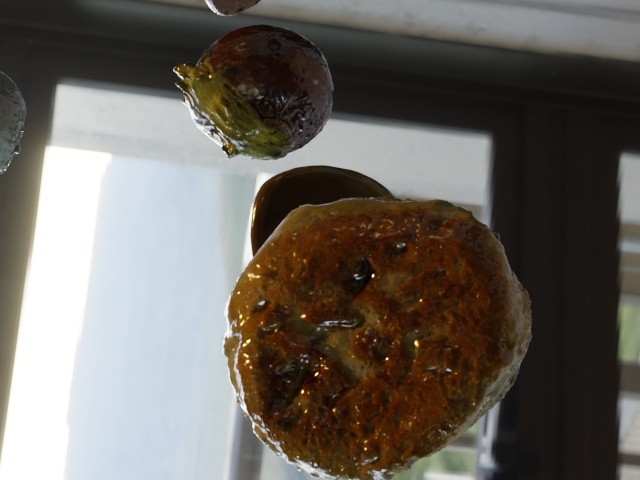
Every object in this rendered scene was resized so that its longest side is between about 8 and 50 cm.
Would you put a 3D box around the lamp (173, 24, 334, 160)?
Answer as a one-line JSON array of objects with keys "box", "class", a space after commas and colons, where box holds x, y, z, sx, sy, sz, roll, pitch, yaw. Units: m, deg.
[{"box": [-0.061, -0.148, 1.425, 0.156, 0.157, 0.135, 56, -168, -45], "class": "lamp"}]

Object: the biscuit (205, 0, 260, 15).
[{"box": [-0.128, -0.420, 1.710, 0.041, 0.208, 0.290, 38, 152, 39], "class": "biscuit"}]

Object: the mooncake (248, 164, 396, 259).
[{"box": [0.000, 0.000, 1.910, 0.117, 0.234, 0.235, 35, -118, -84], "class": "mooncake"}]

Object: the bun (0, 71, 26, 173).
[{"box": [-0.392, -0.131, 1.582, 0.141, 0.083, 0.141, -162, 90, -74], "class": "bun"}]

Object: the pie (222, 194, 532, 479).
[{"box": [0.045, 0.092, 1.311, 0.092, 0.315, 0.315, 41, -128, -67], "class": "pie"}]
